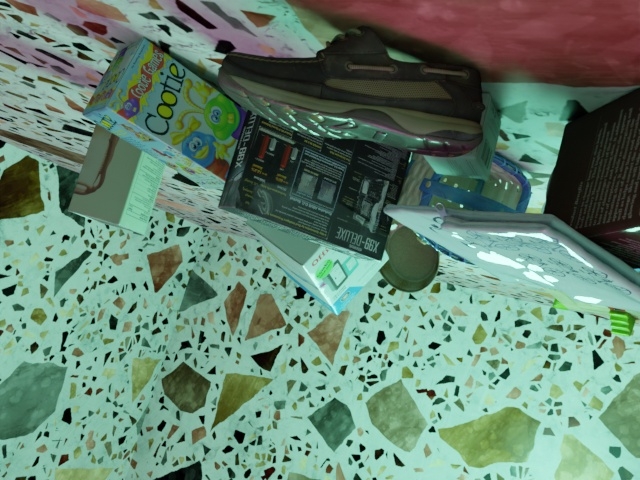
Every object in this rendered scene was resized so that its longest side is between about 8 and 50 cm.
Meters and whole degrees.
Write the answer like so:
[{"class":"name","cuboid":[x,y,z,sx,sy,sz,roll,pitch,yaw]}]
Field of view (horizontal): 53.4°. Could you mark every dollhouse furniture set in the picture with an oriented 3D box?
[{"class":"dollhouse furniture set","cuboid":[0.287,-0.036,1.709,0.129,0.129,0.183,10,-166,40]}]

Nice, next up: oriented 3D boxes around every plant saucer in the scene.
[{"class":"plant saucer","cuboid":[0.226,0.034,1.627,0.198,0.199,0.036,10,-165,39]}]

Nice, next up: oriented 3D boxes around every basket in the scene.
[{"class":"basket","cuboid":[0.285,-0.055,1.134,0.254,0.201,0.289,21,-179,-28]}]

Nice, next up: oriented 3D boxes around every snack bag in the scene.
[{"class":"snack bag","cuboid":[0.286,0.026,0.914,0.323,0.037,0.342,26,173,-31]}]

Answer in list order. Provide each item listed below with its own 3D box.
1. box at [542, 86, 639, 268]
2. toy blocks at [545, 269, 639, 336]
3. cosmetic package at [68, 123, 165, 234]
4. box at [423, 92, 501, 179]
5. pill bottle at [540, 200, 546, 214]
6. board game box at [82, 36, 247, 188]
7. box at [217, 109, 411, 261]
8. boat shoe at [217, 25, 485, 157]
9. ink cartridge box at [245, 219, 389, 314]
[{"class":"box","cuboid":[0.415,-0.077,0.732,0.143,0.191,0.381,18,173,-9]},{"class":"toy blocks","cuboid":[0.696,0.093,1.585,0.261,0.191,0.381,35,163,-31]},{"class":"cosmetic package","cuboid":[-0.437,-0.177,1.435,0.129,0.296,0.153,14,172,7]},{"class":"box","cuboid":[0.210,-0.156,0.945,0.087,0.102,0.101,10,171,27]},{"class":"pill bottle","cuboid":[0.495,-0.049,1.206,0.078,0.078,0.137,20,172,-26]},{"class":"board game box","cuboid":[-0.265,-0.223,1.179,0.275,0.142,0.144,32,165,-33]},{"class":"box","cuboid":[0.002,-0.121,1.120,0.307,0.243,0.076,19,172,-27]},{"class":"boat shoe","cuboid":[0.046,-0.205,0.844,0.355,0.130,0.132,11,177,-7]},{"class":"ink cartridge box","cuboid":[0.000,0.000,1.478,0.197,0.198,0.270,37,169,33]}]
